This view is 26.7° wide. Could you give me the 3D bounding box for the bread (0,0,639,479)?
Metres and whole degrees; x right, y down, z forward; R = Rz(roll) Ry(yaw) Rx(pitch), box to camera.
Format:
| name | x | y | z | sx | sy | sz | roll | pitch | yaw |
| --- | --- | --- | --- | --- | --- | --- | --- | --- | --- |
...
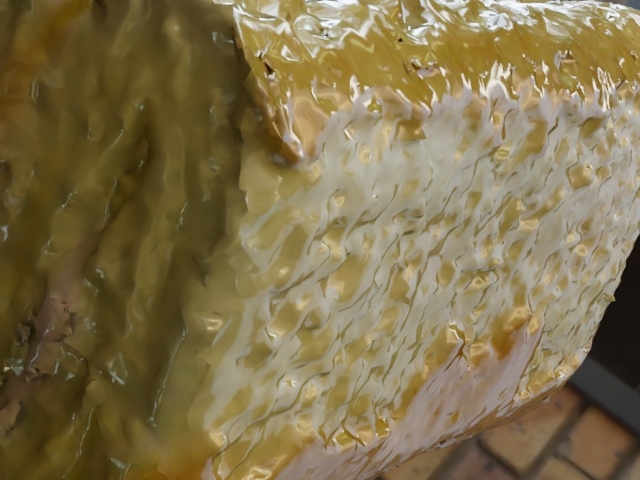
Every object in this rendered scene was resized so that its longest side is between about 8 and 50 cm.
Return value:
| name | x | y | z | sx | sy | sz | roll | pitch | yaw |
| --- | --- | --- | --- | --- | --- | --- | --- | --- | --- |
| bread | 0.000 | 0.000 | 0.545 | 0.375 | 0.165 | 0.236 | -13 | -52 | -56 |
